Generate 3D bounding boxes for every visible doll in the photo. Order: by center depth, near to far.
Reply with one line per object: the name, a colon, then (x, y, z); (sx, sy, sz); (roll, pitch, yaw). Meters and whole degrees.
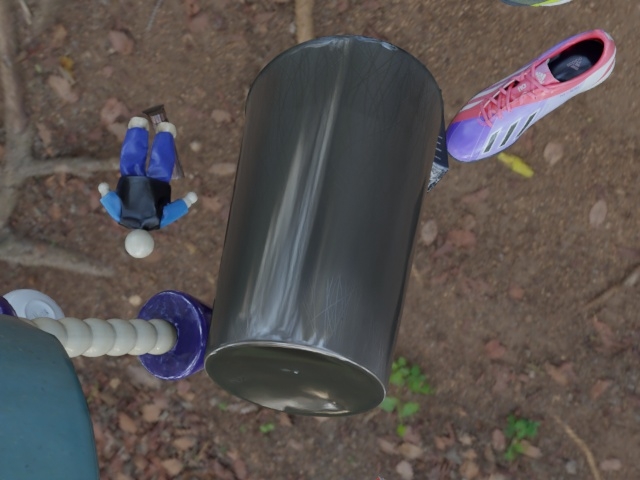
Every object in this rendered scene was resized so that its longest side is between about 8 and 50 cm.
doll: (-0.225, -0.067, 1.260); (0.129, 0.189, 0.046); (10, 156, -14)

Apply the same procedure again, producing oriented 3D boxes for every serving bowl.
serving bowl: (-0.299, 0.084, 1.003); (0.083, 0.083, 0.027); (47, 124, -6)

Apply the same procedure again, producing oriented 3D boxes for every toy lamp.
toy lamp: (-0.164, 0.073, 0.746); (0.080, 0.274, 0.080); (-4, 82, 28)

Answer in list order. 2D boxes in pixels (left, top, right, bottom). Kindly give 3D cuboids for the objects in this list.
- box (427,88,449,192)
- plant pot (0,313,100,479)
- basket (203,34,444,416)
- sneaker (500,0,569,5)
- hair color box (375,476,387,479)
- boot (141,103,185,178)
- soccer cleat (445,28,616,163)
box: (0.111, -0.178, 1.542); (0.153, 0.207, 0.108); (24, 132, -20)
plant pot: (-0.292, 0.138, 0.386); (0.334, 0.341, 0.341); (12, 139, -35)
basket: (0.000, 0.000, 0.705); (0.154, 0.227, 0.204); (15, 149, -9)
sneaker: (0.214, -0.296, 0.941); (0.121, 0.300, 0.111); (-10, 90, -8)
hair color box: (0.104, 0.342, 1.099); (0.072, 0.141, 0.043); (33, 104, -33)
boot: (-0.244, -0.153, 1.512); (0.037, 0.106, 0.114); (-20, 111, -5)
soccer cleat: (0.336, -0.241, 1.569); (0.318, 0.116, 0.109); (-32, 77, 8)
